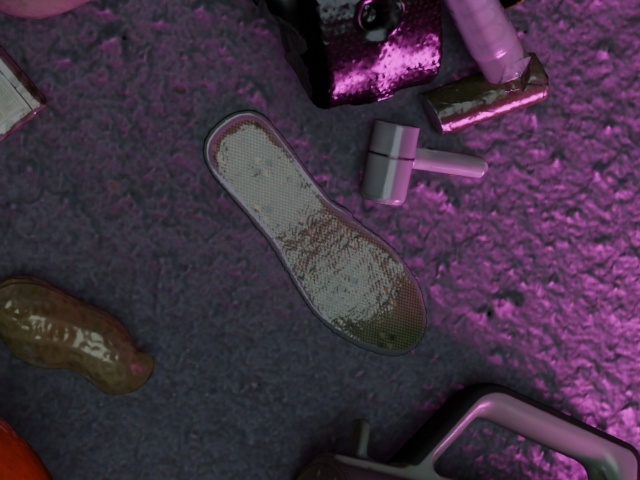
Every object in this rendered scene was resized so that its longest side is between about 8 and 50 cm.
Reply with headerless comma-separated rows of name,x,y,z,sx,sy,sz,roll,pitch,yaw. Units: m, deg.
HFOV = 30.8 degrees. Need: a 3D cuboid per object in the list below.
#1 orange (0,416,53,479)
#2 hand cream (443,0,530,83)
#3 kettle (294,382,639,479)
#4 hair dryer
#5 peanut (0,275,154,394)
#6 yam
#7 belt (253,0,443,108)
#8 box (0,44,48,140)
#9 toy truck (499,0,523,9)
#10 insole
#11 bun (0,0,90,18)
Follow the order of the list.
orange,-0.421,0.287,0.954,0.424,0.326,0.424,-30,150,-20
hand cream,0.134,-0.235,1.085,0.050,0.078,0.205,-30,126,10
kettle,0.160,0.328,1.204,0.377,0.250,0.361,14,69,-18
hair dryer,0.111,-0.074,1.185,0.137,0.047,0.081,6,101,-22
peanut,-0.242,0.095,1.117,0.175,0.080,0.080,32,93,-20
yam,0.168,-0.148,1.176,0.132,0.054,0.054,-20,106,-8
belt,0.006,-0.264,1.043,0.164,0.184,0.289,-15,103,-11
box,-0.303,-0.145,1.065,0.062,0.045,0.098,-38,109,-4
toy truck,0.148,-0.311,1.127,0.169,0.077,0.100,41,78,-13
insole,0.000,0.000,1.190,0.109,0.007,0.322,-41,108,-3
bun,-0.245,-0.334,0.970,0.283,0.179,0.283,-2,99,-15
